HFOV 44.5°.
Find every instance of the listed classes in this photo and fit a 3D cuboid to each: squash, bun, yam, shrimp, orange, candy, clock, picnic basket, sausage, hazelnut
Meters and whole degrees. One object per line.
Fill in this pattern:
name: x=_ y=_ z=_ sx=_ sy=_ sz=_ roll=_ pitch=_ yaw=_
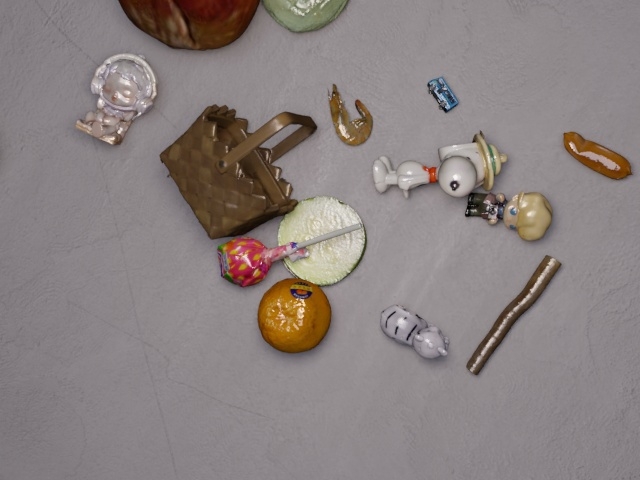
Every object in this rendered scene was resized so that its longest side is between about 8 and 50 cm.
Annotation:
squash: x=0.001 y=0.000 z=1.892 sx=0.219 sy=0.041 sz=0.219 roll=0 pitch=90 yaw=10
bun: x=-0.038 y=-0.607 z=1.884 sx=0.221 sy=0.108 sz=0.221 roll=0 pitch=88 yaw=6
yam: x=0.450 y=0.176 z=1.831 sx=0.045 sy=0.045 sz=0.327 roll=35 pitch=93 yaw=-25
shrimp: x=0.073 y=-0.309 z=1.892 sx=0.095 sy=0.045 sz=0.162 roll=-17 pitch=84 yaw=5
orange: x=-0.060 y=0.175 z=1.829 sx=0.177 sy=0.155 sz=0.178 roll=-1 pitch=79 yaw=7
candy: x=-0.072 y=0.016 z=1.823 sx=0.365 sy=0.124 sz=0.124 roll=-19 pitch=85 yaw=19
clock: x=0.216 y=0.213 z=1.816 sx=0.176 sy=0.117 sz=0.080 roll=31 pitch=90 yaw=7
picnic basket: x=-0.162 y=-0.181 z=1.803 sx=0.321 sy=0.254 sz=0.291 roll=-35 pitch=84 yaw=15
sausage: x=0.641 y=-0.194 z=1.822 sx=0.183 sy=0.054 sz=0.062 roll=28 pitch=59 yaw=8
hazelnut: x=-0.299 y=-0.622 z=1.823 sx=0.372 sy=0.315 sz=0.372 roll=5 pitch=117 yaw=9

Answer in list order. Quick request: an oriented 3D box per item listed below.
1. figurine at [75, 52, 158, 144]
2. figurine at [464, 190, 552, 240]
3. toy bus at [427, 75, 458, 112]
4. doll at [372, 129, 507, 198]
figurine: x=-0.490 y=-0.352 z=1.905 sx=0.162 sy=0.141 sz=0.237 roll=30 pitch=90 yaw=2
figurine: x=0.437 y=-0.068 z=1.813 sx=0.196 sy=0.108 sz=0.114 roll=14 pitch=106 yaw=14
toy bus: x=0.292 y=-0.350 z=1.873 sx=0.046 sy=0.038 sz=0.083 roll=-33 pitch=86 yaw=-1
doll: x=0.273 y=-0.174 z=1.824 sx=0.271 sy=0.208 sz=0.144 roll=7 pitch=115 yaw=39
